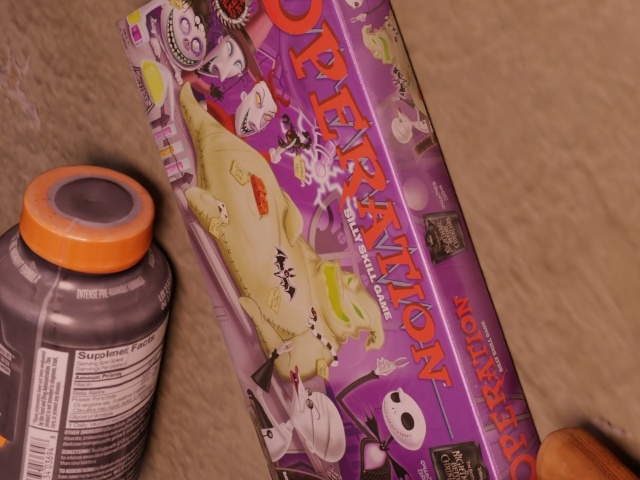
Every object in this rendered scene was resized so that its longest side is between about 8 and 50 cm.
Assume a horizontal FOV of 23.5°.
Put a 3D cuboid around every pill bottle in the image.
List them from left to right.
[{"bbox_3d":[-0.175,0.069,1.080,0.130,0.130,0.245,39,131,32],"label":"pill bottle"}]

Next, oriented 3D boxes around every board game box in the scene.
[{"bbox_3d":[0.000,0.000,0.916,0.208,0.056,0.346,-18,92,47],"label":"board game box"}]

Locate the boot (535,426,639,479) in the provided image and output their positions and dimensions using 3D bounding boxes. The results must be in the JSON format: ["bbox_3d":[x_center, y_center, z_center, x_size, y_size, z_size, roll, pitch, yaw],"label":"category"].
[{"bbox_3d":[0.194,0.265,0.770,0.280,0.096,0.264,33,139,44],"label":"boot"}]
